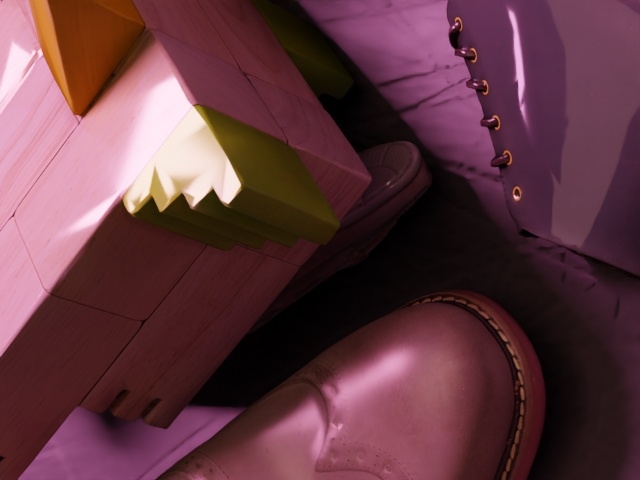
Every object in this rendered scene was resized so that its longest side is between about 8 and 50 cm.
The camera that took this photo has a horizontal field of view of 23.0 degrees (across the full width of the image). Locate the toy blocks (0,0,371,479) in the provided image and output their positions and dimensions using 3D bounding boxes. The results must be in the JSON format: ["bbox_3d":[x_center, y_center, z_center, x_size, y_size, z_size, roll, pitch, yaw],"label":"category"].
[{"bbox_3d":[-0.146,-0.034,0.717,0.261,0.191,0.381,-50,45,20],"label":"toy blocks"}]

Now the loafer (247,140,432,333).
[{"bbox_3d":[0.000,0.000,0.704,0.125,0.039,0.045,-30,33,19],"label":"loafer"}]

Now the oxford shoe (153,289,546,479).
[{"bbox_3d":[-0.050,0.153,0.641,0.348,0.130,0.123,-49,60,13],"label":"oxford shoe"}]

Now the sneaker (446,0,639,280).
[{"bbox_3d":[0.075,-0.072,0.642,0.222,0.083,0.118,30,96,31],"label":"sneaker"}]
